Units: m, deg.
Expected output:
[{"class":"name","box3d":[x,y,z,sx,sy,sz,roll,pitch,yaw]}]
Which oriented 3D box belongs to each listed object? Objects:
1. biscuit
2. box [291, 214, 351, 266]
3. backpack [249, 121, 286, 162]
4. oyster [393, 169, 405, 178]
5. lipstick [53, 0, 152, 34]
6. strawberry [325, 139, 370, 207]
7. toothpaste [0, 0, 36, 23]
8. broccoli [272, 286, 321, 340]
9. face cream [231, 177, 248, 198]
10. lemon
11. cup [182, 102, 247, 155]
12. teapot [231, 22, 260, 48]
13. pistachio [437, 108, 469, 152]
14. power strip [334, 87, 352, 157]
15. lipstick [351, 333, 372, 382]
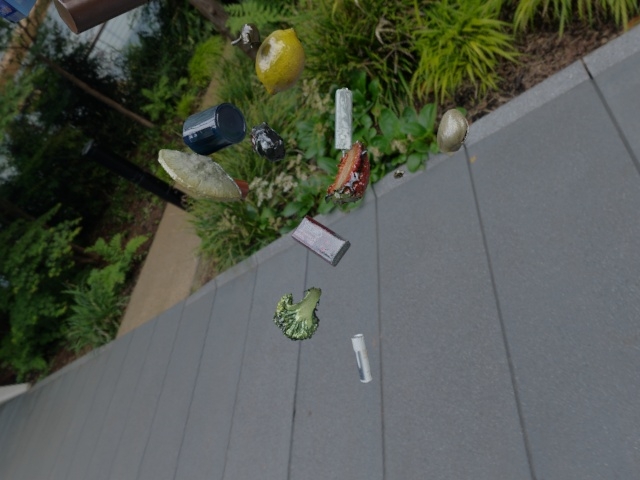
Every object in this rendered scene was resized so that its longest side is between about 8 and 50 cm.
[{"class":"biscuit","box3d":[-0.352,-0.198,1.223,0.040,0.265,0.188,-50,24,32]},{"class":"box","box3d":[0.000,0.000,1.651,0.224,0.069,0.120,34,83,29]},{"class":"backpack","box3d":[-0.203,-0.368,1.569,0.105,0.120,0.165,-26,45,-17]},{"class":"oyster","box3d":[0.354,-0.300,1.850,0.093,0.051,0.034,103,153,-79]},{"class":"lipstick","box3d":[-0.264,-0.445,0.686,0.356,0.057,0.057,-43,27,-24]},{"class":"strawberry","box3d":[0.152,-0.280,1.718,0.233,0.137,0.307,-24,37,59]},{"class":"toothpaste","box3d":[-0.555,-0.556,0.806,0.066,0.053,0.273,5,71,35]},{"class":"broccoli","box3d":[-0.111,0.341,1.974,0.273,0.242,0.180,-63,20,-17]},{"class":"face cream","box3d":[-0.458,-0.256,1.968,0.095,0.214,0.096,-4,84,47]},{"class":"lemon","box3d":[-0.154,-0.687,1.575,0.188,0.188,0.257,37,111,57]},{"class":"cup","box3d":[-0.285,-0.284,1.090,0.138,0.113,0.150,-5,53,40]},{"class":"teapot","box3d":[-0.274,-0.729,1.471,0.110,0.080,0.085,-2,22,15]},{"class":"pistachio","box3d":[0.459,-0.381,1.425,0.113,0.113,0.149,-9,73,50]},{"class":"power strip","box3d":[0.082,-0.410,1.439,0.027,0.060,0.253,146,126,-79]},{"class":"lipstick","box3d":[0.126,0.358,1.243,0.040,0.040,0.141,-9,93,49]}]
